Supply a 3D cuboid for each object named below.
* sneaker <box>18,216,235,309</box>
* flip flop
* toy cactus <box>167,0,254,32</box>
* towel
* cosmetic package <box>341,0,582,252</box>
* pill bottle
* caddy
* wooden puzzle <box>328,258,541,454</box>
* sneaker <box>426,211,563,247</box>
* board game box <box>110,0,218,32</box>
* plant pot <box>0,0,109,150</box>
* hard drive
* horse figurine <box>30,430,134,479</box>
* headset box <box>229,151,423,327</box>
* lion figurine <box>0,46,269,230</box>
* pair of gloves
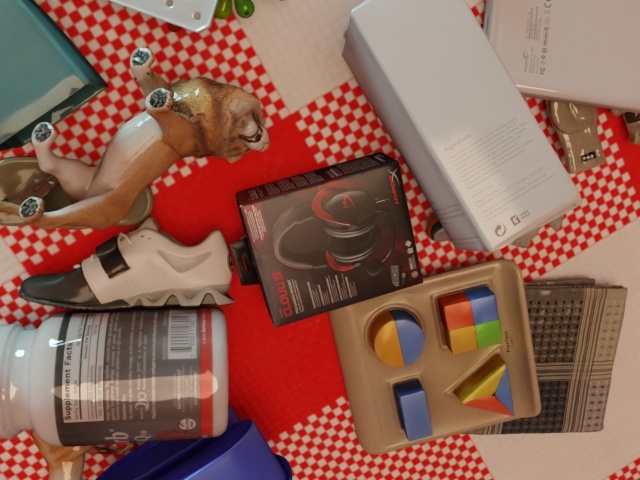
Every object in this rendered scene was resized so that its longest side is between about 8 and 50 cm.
[{"bbox_3d":[-0.306,0.037,1.055,0.330,0.122,0.147,-3,91,-10],"label":"sneaker"},{"bbox_3d":[-0.400,-0.064,1.017,0.276,0.080,0.112,5,105,-13],"label":"flip flop"},{"bbox_3d":[-0.148,-0.415,0.970,0.218,0.112,0.181,-22,98,4],"label":"toy cactus"},{"bbox_3d":[0.424,0.226,1.276,0.311,0.056,0.325,1,107,-8],"label":"towel"},{"bbox_3d":[0.191,-0.182,0.981,0.156,0.217,0.385,-29,93,-2],"label":"cosmetic package"},{"bbox_3d":[-0.330,0.212,1.038,0.362,0.210,0.211,-1,105,-10],"label":"pill bottle"},{"bbox_3d":[-0.212,0.428,1.087,0.341,0.241,0.179,-28,102,-24],"label":"caddy"},{"bbox_3d":[0.212,0.223,1.184,0.347,0.080,0.323,-12,106,2],"label":"wooden puzzle"},{"bbox_3d":[0.317,-0.029,1.159,0.262,0.099,0.121,-18,112,-4],"label":"sneaker"},{"bbox_3d":[-0.270,-0.529,0.884,0.389,0.050,0.390,20,101,1],"label":"board game box"},{"bbox_3d":[-0.445,-0.269,0.915,0.165,0.165,0.234,-34,104,0],"label":"plant pot"},{"bbox_3d":[0.421,-0.330,1.090,0.307,0.040,0.203,6,89,-8],"label":"hard drive"},{"bbox_3d":[-0.417,0.410,1.151,0.174,0.066,0.264,2,102,-19],"label":"horse figurine"},{"bbox_3d":[0.000,0.000,1.095,0.293,0.110,0.218,-16,108,-6],"label":"headset box"},{"bbox_3d":[-0.266,-0.119,0.960,0.392,0.240,0.142,-33,70,-1],"label":"lion figurine"},{"bbox_3d":[0.503,-0.247,1.158,0.240,0.042,0.204,-25,102,-10],"label":"pair of gloves"}]
